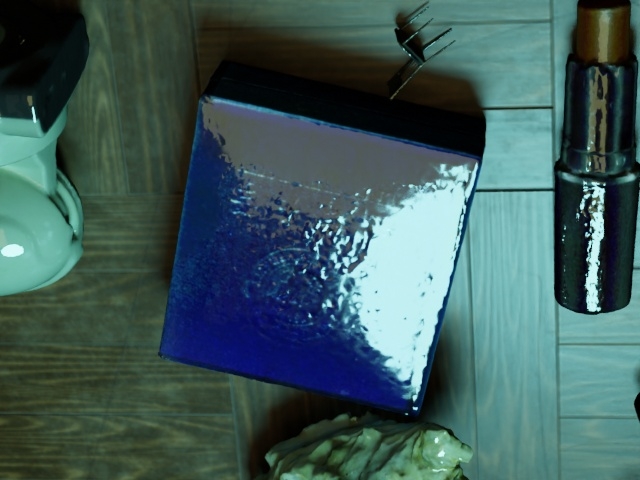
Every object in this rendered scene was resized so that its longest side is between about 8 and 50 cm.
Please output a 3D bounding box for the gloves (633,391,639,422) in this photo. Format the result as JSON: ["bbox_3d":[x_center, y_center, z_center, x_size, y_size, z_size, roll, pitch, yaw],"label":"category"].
[{"bbox_3d":[0.412,0.220,1.690,0.164,0.124,0.203,-23,108,31],"label":"gloves"}]

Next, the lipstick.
[{"bbox_3d":[0.253,-0.076,1.600,0.081,0.081,0.299,2,112,8],"label":"lipstick"}]

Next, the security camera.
[{"bbox_3d":[-0.317,-0.072,1.640,0.191,0.197,0.277,3,124,8],"label":"security camera"}]

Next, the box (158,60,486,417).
[{"bbox_3d":[0.000,0.000,1.659,0.261,0.116,0.279,13,114,3],"label":"box"}]

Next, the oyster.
[{"bbox_3d":[0.012,0.279,1.733,0.201,0.107,0.354,52,125,18],"label":"oyster"}]

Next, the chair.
[{"bbox_3d":[0.080,-0.172,1.604,0.042,0.037,0.086,38,111,-23],"label":"chair"}]
